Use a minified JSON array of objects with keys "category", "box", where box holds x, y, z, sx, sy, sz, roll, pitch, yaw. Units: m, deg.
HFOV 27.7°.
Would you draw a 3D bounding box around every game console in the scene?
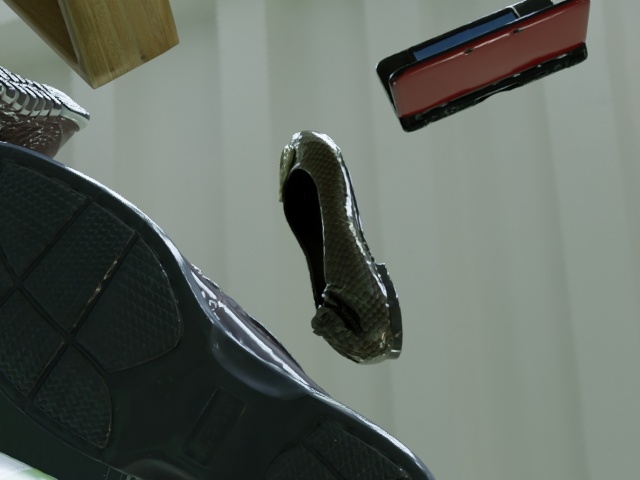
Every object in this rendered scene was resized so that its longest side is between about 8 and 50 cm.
[{"category":"game console","box":[0.109,-0.144,0.920,0.144,0.085,0.124,-22,-138,2]}]

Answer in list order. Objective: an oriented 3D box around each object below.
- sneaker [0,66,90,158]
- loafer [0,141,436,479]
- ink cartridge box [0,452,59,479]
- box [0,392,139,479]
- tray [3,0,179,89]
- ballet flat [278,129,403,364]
[{"category":"sneaker","box":[-0.448,-0.149,1.779,0.106,0.281,0.162,40,-79,32]},{"category":"loafer","box":[-0.072,0.068,0.648,0.302,0.095,0.109,39,-93,0]},{"category":"ink cartridge box","box":[-0.307,0.201,0.833,0.255,0.097,0.189,22,-81,15]},{"category":"box","box":[-0.224,0.275,1.258,0.312,0.179,0.343,23,-73,12]},{"category":"tray","box":[-0.198,-0.305,0.739,0.076,0.411,0.203,-31,-130,-20]},{"category":"ballet flat","box":[0.000,0.000,0.950,0.058,0.084,0.250,-7,-140,-12]}]
